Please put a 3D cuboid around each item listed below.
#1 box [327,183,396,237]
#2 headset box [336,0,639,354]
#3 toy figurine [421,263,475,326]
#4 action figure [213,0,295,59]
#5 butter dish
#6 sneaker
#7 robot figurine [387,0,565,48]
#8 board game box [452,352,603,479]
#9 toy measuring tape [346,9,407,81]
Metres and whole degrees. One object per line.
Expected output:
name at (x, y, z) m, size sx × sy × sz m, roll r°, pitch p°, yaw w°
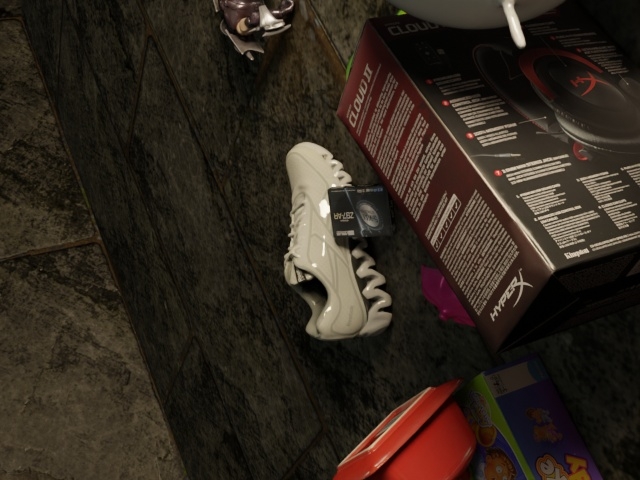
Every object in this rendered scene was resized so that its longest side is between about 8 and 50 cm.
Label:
box at (0.054, -0.038, 1.125) m, size 0.083 × 0.018 × 0.067 m, roll -1°, pitch 104°, yaw 24°
headset box at (0.166, -0.080, 0.706) m, size 0.293 × 0.218 × 0.110 m, roll 59°, pitch 149°, yaw 29°
toy figurine at (0.165, 0.012, 0.820) m, size 0.130 × 0.159 × 0.173 m, roll -21°, pitch 83°, yaw 64°
action figure at (-0.097, -0.383, 1.231) m, size 0.185 × 0.099 × 0.285 m, roll 54°, pitch 151°, yaw 25°
butter dish at (0.105, 0.243, 0.922) m, size 0.118 × 0.160 × 0.160 m, roll 47°, pitch 148°, yaw 7°
sneaker at (0.000, 0.000, 1.196) m, size 0.110 × 0.118 × 0.292 m, roll -46°, pitch 60°, yaw 62°
robot figurine at (0.122, -0.292, 0.607) m, size 0.200 × 0.300 × 0.353 m, roll 123°, pitch 167°, yaw -60°
board game box at (0.229, 0.327, 0.940) m, size 0.347 × 0.078 × 0.233 m, roll 65°, pitch 152°, yaw 21°
toy measuring tape at (0.064, -0.234, 0.953) m, size 0.330 × 0.121 × 0.121 m, roll 69°, pitch 153°, yaw 15°
